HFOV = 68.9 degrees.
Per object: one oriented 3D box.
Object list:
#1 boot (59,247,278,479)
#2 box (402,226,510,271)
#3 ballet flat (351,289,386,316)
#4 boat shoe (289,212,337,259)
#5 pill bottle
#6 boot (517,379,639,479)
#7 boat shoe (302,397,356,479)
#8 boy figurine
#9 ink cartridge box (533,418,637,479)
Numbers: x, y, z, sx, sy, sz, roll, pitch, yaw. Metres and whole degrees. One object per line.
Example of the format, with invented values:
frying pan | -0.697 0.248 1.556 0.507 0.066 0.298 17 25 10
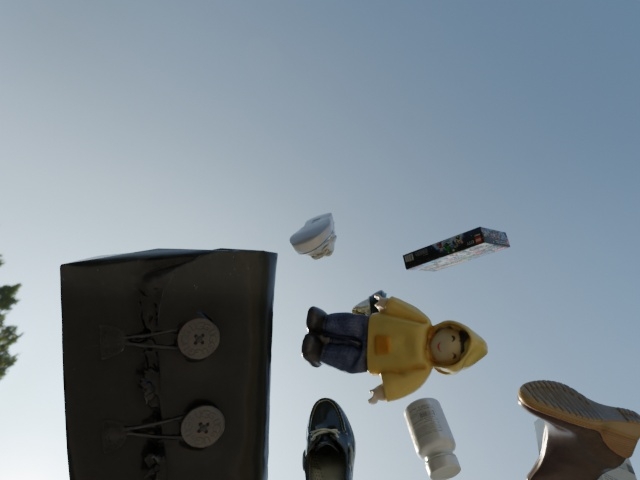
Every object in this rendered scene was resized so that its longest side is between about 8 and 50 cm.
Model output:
boot | -0.069 0.226 0.504 0.367 0.146 0.445 -1 -99 -28
box | 0.362 0.029 1.249 0.233 0.159 0.044 -25 -111 39
ballet flat | 0.127 0.217 1.232 0.096 0.280 0.095 11 -59 1
boat shoe | 0.000 0.000 1.065 0.095 0.258 0.084 -16 -79 17
pill bottle | 0.366 0.647 1.523 0.131 0.229 0.131 -6 -50 -7
boot | 0.420 0.362 0.821 0.248 0.090 0.207 18 -66 -9
boat shoe | 0.019 0.447 0.966 0.114 0.302 0.091 -12 -53 1
boy figurine | 0.115 0.174 0.745 0.285 0.092 0.177 1 -116 26
ink cartridge box | 0.664 0.574 1.159 0.197 0.273 0.114 28 -57 -1
